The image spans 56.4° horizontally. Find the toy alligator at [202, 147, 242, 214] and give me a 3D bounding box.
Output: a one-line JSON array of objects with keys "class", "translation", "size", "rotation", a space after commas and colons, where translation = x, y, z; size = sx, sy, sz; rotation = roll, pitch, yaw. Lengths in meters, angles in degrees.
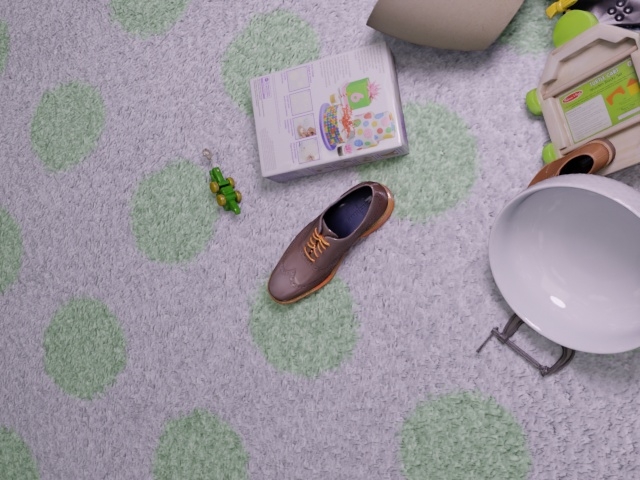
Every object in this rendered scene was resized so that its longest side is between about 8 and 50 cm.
[{"class": "toy alligator", "translation": [-0.246, -0.135, 1.458], "size": [0.189, 0.056, 0.051], "rotation": [60, 145, 14]}]

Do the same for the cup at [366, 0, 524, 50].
[{"class": "cup", "translation": [0.277, -0.515, 1.189], "size": [0.237, 0.331, 0.331], "rotation": [32, 97, -5]}]

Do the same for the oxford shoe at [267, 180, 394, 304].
[{"class": "oxford shoe", "translation": [0.000, 0.000, 1.312], "size": [0.363, 0.133, 0.130], "rotation": [-47, 73, 11]}]

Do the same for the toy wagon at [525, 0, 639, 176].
[{"class": "toy wagon", "translation": [0.517, -0.297, 1.120], "size": [0.267, 0.068, 0.344], "rotation": [-26, 76, 54]}]

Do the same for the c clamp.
[{"class": "c clamp", "translation": [0.421, 0.214, 1.208], "size": [0.161, 0.022, 0.137], "rotation": [33, 92, 20]}]

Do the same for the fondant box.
[{"class": "fondant box", "translation": [0.017, -0.282, 1.351], "size": [0.330, 0.096, 0.238], "rotation": [-10, 82, 19]}]

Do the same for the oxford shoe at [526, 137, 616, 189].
[{"class": "oxford shoe", "translation": [0.455, -0.118, 1.142], "size": [0.076, 0.076, 0.212], "rotation": [54, 145, 11]}]

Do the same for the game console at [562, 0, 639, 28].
[{"class": "game console", "translation": [0.603, -0.573, 1.125], "size": [0.250, 0.173, 0.293], "rotation": [5, 87, 20]}]

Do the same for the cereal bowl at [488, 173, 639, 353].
[{"class": "cereal bowl", "translation": [0.487, 0.028, 1.086], "size": [0.339, 0.141, 0.339], "rotation": [29, 135, 34]}]
